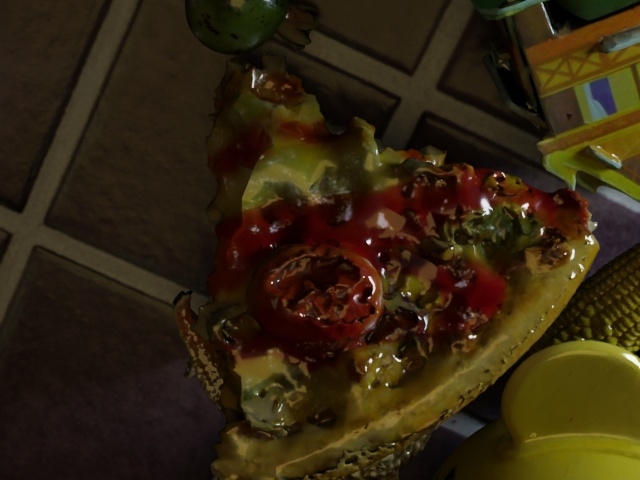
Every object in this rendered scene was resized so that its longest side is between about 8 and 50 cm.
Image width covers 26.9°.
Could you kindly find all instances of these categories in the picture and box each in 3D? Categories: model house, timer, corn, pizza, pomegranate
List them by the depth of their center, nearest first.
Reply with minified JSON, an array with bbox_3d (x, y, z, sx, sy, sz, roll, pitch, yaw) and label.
[{"bbox_3d":[0.000,0.000,1.252,0.440,0.130,0.406,-36,80,-3],"label":"pizza"},{"bbox_3d":[0.338,-0.197,1.283,0.358,0.242,0.313,-22,121,5],"label":"model house"},{"bbox_3d":[-0.064,-0.232,1.308,0.142,0.114,0.114,18,107,-30],"label":"pomegranate"},{"bbox_3d":[0.279,0.295,1.316,0.376,0.376,0.387,30,115,-8],"label":"timer"},{"bbox_3d":[0.313,0.060,1.348,0.260,0.091,0.091,-41,145,24],"label":"corn"}]

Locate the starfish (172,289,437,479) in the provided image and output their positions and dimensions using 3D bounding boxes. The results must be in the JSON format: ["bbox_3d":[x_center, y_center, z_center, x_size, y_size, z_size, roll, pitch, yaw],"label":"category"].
[{"bbox_3d":[-0.017,0.225,1.395,0.384,0.132,0.398,19,111,-20],"label":"starfish"}]

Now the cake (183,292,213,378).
[{"bbox_3d":[-0.090,0.030,1.388,0.220,0.086,0.117,-39,97,13],"label":"cake"}]

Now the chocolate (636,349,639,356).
[{"bbox_3d":[0.399,0.096,1.378,0.156,0.133,0.156,0,104,-1],"label":"chocolate"}]
